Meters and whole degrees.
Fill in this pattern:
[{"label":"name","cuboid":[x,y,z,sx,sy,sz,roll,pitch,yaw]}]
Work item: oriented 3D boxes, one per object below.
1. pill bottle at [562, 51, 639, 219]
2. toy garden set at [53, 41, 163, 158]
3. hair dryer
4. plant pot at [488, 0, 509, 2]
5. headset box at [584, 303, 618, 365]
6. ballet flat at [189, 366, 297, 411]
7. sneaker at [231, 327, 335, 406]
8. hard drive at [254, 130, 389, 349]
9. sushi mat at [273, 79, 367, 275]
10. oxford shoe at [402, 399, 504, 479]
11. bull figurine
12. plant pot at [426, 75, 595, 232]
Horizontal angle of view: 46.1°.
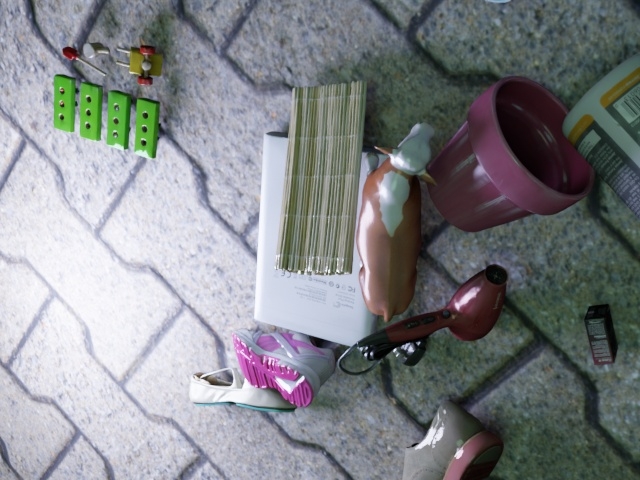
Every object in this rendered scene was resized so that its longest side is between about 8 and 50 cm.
[{"label":"pill bottle","cuboid":[0.462,-0.098,0.973,0.162,0.162,0.278,-46,72,30]},{"label":"toy garden set","cuboid":[-0.398,-0.286,1.432,0.244,0.049,0.203,19,115,21]},{"label":"hair dryer","cuboid":[0.187,0.137,1.177,0.293,0.224,0.080,-44,65,27]},{"label":"plant pot","cuboid":[0.196,-0.480,0.968,0.290,0.290,0.195,39,95,10]},{"label":"headset box","cuboid":[0.430,0.147,1.149,0.032,0.062,0.083,-12,99,29]},{"label":"ballet flat","cuboid":[-0.156,0.291,1.479,0.249,0.086,0.086,-3,104,28]},{"label":"sneaker","cuboid":[-0.067,0.221,1.400,0.252,0.111,0.102,20,127,43]},{"label":"hard drive","cuboid":[0.000,0.000,1.324,0.233,0.047,0.352,13,111,22]},{"label":"sushi mat","cuboid":[0.000,-0.100,1.211,0.152,0.019,0.316,0,80,33]},{"label":"oxford shoe","cuboid":[0.198,0.430,1.344,0.130,0.123,0.348,49,125,36]},{"label":"bull figurine","cuboid":[0.108,-0.036,1.141,0.101,0.188,0.310,7,110,-1]},{"label":"plant pot","cuboid":[0.260,-0.106,1.089,0.201,0.201,0.180,54,135,2]}]
